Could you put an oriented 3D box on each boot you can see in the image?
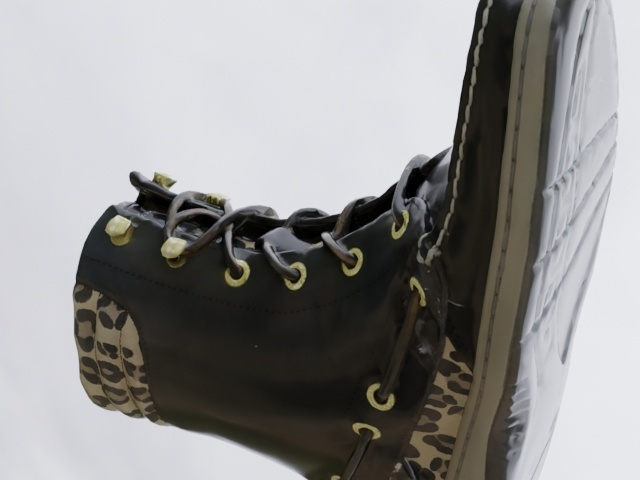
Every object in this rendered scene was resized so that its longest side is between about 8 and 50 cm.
[{"bbox_3d":[-0.001,0.002,0.493,0.179,0.085,0.236,19,-53,20],"label":"boot"}]
